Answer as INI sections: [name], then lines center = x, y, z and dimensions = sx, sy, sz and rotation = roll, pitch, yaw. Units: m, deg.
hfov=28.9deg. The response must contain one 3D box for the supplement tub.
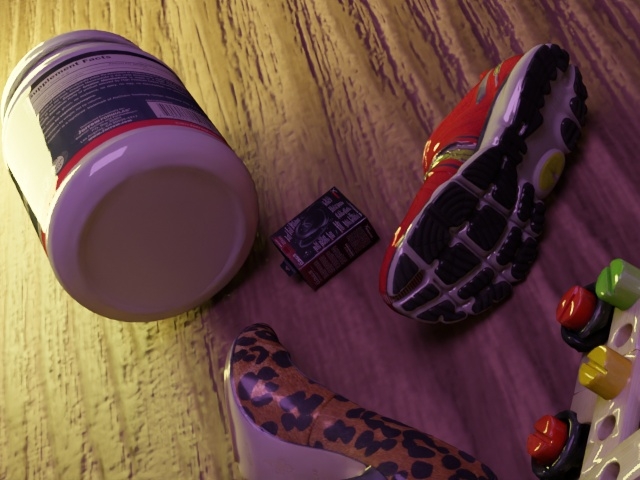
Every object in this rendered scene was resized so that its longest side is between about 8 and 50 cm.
[supplement tub]
center = -0.187, -0.068, 1.158
dimensions = 0.191, 0.191, 0.272
rotation = -36, 40, -2

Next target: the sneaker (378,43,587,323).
[sneaker]
center = 0.123, -0.042, 1.020
dimensions = 0.118, 0.107, 0.279
rotation = -8, 41, 54

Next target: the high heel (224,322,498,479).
[high heel]
center = 0.023, 0.134, 0.933
dimensions = 0.186, 0.093, 0.261
rotation = -6, 30, -1

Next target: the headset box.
[headset box]
center = 0.000, 0.000, 1.089
dimensions = 0.083, 0.032, 0.062
rotation = -39, 40, -4

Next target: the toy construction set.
[toy construction set]
center = 0.234, 0.084, 0.745
dimensions = 0.328, 0.151, 0.215
rotation = -52, 6, -36
